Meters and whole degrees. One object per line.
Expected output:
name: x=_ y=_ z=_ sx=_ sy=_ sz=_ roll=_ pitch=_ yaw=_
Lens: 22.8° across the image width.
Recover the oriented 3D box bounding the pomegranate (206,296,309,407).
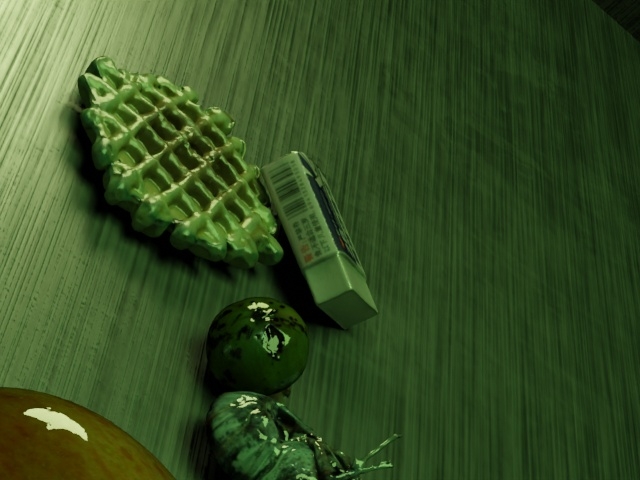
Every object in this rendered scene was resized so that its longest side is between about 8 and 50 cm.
pomegranate: x=-0.067 y=0.135 z=1.813 sx=0.122 sy=0.122 sz=0.161 roll=-92 pitch=170 yaw=-49

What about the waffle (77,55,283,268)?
waffle: x=-0.179 y=-0.095 z=1.971 sx=0.292 sy=0.056 sz=0.309 roll=19 pitch=40 yaw=-41

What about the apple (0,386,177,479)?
apple: x=-0.247 y=0.270 z=1.179 sx=0.339 sy=0.339 sz=0.339 roll=33 pitch=33 yaw=-25

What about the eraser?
eraser: x=0.000 y=0.000 z=2.045 sx=0.210 sy=0.068 sz=0.124 roll=68 pitch=9 yaw=25

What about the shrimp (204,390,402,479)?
shrimp: x=0.027 y=0.290 z=1.678 sx=0.372 sy=0.172 sz=0.137 roll=43 pitch=24 yaw=5
